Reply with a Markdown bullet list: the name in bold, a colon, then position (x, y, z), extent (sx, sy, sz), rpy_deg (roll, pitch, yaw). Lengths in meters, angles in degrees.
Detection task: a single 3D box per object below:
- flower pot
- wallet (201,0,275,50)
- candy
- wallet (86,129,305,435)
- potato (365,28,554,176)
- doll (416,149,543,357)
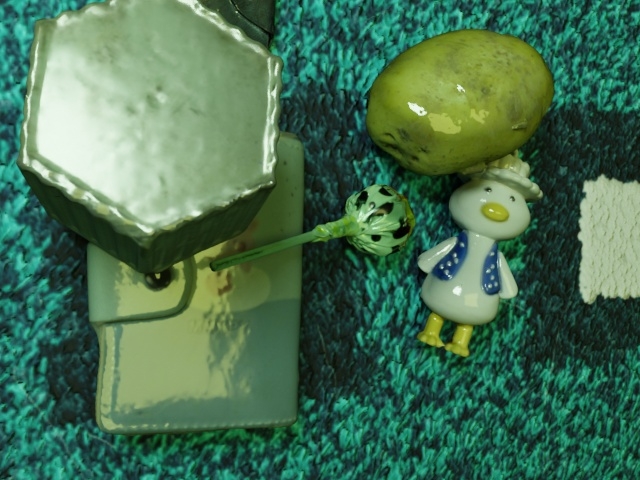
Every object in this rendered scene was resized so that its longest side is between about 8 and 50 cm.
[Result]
- **flower pot**: position (-0.154, -0.093, 0.615), extent (0.239, 0.189, 0.209), rpy_deg (-25, 86, -19)
- **wallet**: position (-0.134, -0.293, 0.750), extent (0.172, 0.045, 0.318), rpy_deg (1, 94, -22)
- **candy**: position (0.000, 0.000, 0.763), extent (0.305, 0.083, 0.091), rpy_deg (-19, 93, -41)
- **wallet**: position (-0.136, 0.045, 0.747), extent (0.252, 0.083, 0.360), rpy_deg (2, 87, -24)
- **potato**: position (0.175, -0.174, 0.826), extent (0.228, 0.197, 0.148), rpy_deg (-48, 151, -25)
- **doll**: position (0.211, 0.007, 0.874), extent (0.138, 0.119, 0.293), rpy_deg (20, 85, 12)
